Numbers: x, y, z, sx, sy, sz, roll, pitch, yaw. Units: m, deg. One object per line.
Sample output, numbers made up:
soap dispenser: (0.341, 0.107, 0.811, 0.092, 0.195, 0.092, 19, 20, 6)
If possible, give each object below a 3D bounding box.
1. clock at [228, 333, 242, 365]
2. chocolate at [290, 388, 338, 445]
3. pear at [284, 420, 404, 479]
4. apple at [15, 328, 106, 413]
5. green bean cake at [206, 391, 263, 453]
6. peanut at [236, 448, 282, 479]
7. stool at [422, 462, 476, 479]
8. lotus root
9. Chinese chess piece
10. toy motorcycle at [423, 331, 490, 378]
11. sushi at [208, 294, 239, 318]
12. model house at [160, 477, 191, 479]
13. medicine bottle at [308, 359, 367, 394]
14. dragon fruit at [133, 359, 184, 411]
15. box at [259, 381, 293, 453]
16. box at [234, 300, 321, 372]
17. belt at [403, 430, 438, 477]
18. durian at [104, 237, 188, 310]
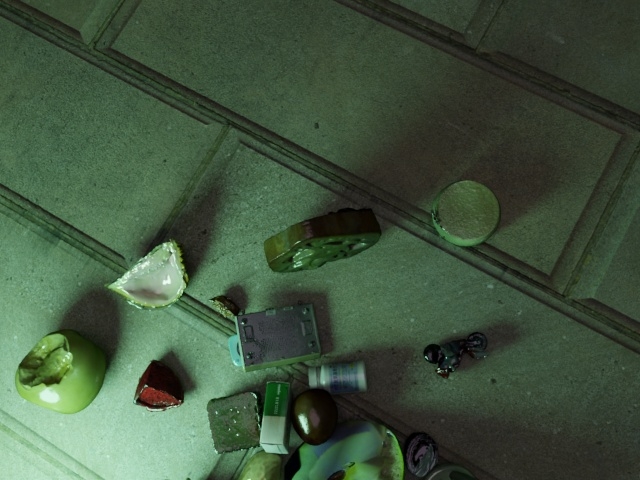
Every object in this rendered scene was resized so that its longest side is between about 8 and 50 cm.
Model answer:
clock: (-0.234, 0.362, 1.929, 0.147, 0.045, 0.108, -15, 79, 1)
chocolate: (-0.023, 0.562, 1.791, 0.177, 0.177, 0.176, -1, 79, 5)
pear: (0.092, 0.754, 1.711, 0.399, 0.399, 0.165, -21, 117, 1)
apple: (-0.843, 0.436, 1.866, 0.279, 0.279, 0.279, -1, 79, 5)
green bean cake: (-0.270, 0.594, 1.861, 0.173, 0.094, 0.181, -13, 79, 3)
peanut: (-0.232, 0.809, 1.799, 0.149, 0.149, 0.313, 37, 82, 11)
stool: (0.415, 0.794, 1.691, 0.195, 0.199, 0.195, -39, 95, -7)
lotus root: (0.000, 0.000, 1.826, 0.391, 0.375, 0.111, -18, 73, 13)
Chinese chess piece: (0.493, -0.094, 1.933, 0.238, 0.092, 0.237, -1, 80, 4)
toy motorcycle: (0.449, 0.377, 1.849, 0.213, 0.082, 0.122, -17, 77, 3)
sushi: (-0.331, 0.231, 1.954, 0.118, 0.061, 0.060, 28, 56, 16)
model house: (-0.461, 0.866, 1.777, 0.195, 0.189, 0.214, 35, 87, 19)
medicine bottle: (0.059, 0.451, 1.857, 0.187, 0.103, 0.102, -5, 79, 4)
dragon fruit: (-0.539, 0.502, 1.918, 0.161, 0.120, 0.127, 30, 39, -15)
box: (-0.136, 0.565, 1.806, 0.081, 0.135, 0.199, 0, 58, 4)
box: (-0.143, 0.316, 1.901, 0.270, 0.045, 0.210, -7, 78, -11)
belt: (0.320, 0.684, 1.813, 0.105, 0.058, 0.140, 16, 78, 0)
durian: (-0.560, 0.140, 1.954, 0.305, 0.185, 0.195, -36, 97, 1)
